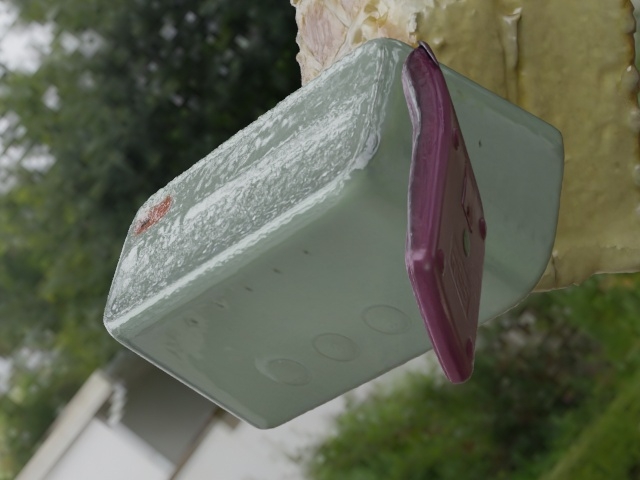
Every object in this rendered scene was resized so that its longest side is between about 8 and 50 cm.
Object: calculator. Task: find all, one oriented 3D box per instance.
[{"bbox_3d":[0.078,-0.017,1.159,0.127,0.034,0.190,69,-163,-46],"label":"calculator"}]

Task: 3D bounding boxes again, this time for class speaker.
[{"bbox_3d":[0.000,0.000,1.575,0.406,0.184,0.183,-31,37,45],"label":"speaker"}]

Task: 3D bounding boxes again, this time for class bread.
[{"bbox_3d":[0.147,-0.134,1.943,0.279,0.371,0.390,-9,12,-14],"label":"bread"}]
